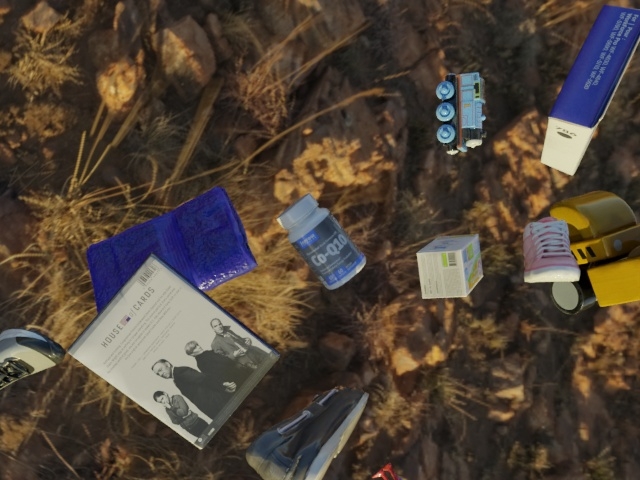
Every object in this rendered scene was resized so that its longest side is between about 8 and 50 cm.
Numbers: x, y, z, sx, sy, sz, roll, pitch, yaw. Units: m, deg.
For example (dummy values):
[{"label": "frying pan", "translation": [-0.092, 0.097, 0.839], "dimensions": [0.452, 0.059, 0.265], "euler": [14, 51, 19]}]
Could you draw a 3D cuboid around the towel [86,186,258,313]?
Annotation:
[{"label": "towel", "translation": [-0.289, 0.028, 1.271], "dimensions": [0.308, 0.228, 0.076], "euler": [-28, 136, -2]}]

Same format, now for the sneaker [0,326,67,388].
[{"label": "sneaker", "translation": [-0.550, 0.221, 1.152], "dimensions": [0.100, 0.271, 0.108], "euler": [57, 25, -46]}]

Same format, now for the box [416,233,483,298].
[{"label": "box", "translation": [0.309, 0.057, 1.601], "dimensions": [0.203, 0.103, 0.114], "euler": [-26, 109, -63]}]

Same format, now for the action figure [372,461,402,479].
[{"label": "action figure", "translation": [0.112, 0.349, 0.885], "dimensions": [0.115, 0.030, 0.038], "euler": [52, 25, 17]}]

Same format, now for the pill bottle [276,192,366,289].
[{"label": "pill bottle", "translation": [0.000, 0.000, 1.031], "dimensions": [0.137, 0.078, 0.078], "euler": [51, 58, -9]}]

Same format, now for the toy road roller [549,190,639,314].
[{"label": "toy road roller", "translation": [0.619, 0.007, 1.416], "dimensions": [0.202, 0.329, 0.241], "euler": [-16, 87, -27]}]

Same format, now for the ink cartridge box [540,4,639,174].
[{"label": "ink cartridge box", "translation": [0.373, -0.205, 0.940], "dimensions": [0.065, 0.332, 0.165], "euler": [26, 90, 15]}]

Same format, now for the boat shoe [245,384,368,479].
[{"label": "boat shoe", "translation": [-0.007, 0.262, 0.963], "dimensions": [0.095, 0.335, 0.112], "euler": [28, 99, 12]}]

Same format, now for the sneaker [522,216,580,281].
[{"label": "sneaker", "translation": [0.234, 0.009, 0.699], "dimensions": [0.134, 0.050, 0.070], "euler": [12, 78, -78]}]

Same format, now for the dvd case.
[{"label": "dvd case", "translation": [-0.203, 0.158, 0.961], "dimensions": [0.238, 0.029, 0.179], "euler": [41, 87, -14]}]

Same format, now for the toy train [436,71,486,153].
[{"label": "toy train", "translation": [0.319, -0.288, 1.531], "dimensions": [0.080, 0.105, 0.184], "euler": [4, 85, -65]}]
